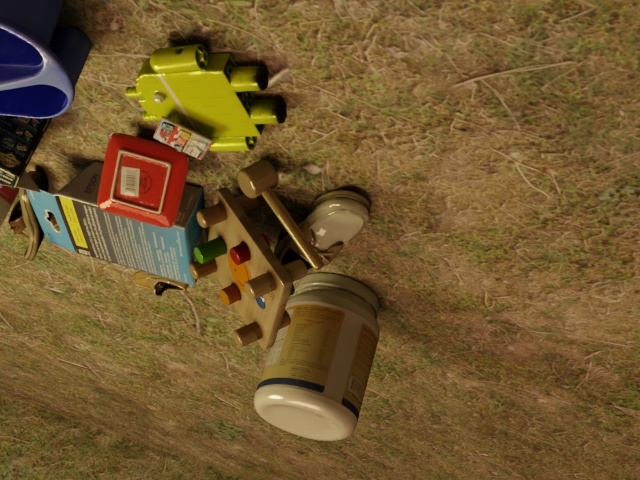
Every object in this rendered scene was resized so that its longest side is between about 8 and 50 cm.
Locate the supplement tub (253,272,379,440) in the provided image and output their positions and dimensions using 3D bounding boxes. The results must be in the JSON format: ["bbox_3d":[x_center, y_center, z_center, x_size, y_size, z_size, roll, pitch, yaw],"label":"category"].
[{"bbox_3d":[0.001,0.253,2.077,0.228,0.316,0.228,13,150,8],"label":"supplement tub"}]

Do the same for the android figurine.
[{"bbox_3d":[-0.202,-0.241,1.613,0.273,0.056,0.248,2,147,22],"label":"android figurine"}]

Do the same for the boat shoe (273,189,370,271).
[{"bbox_3d":[0.000,0.000,1.864,0.113,0.103,0.302,26,149,-16],"label":"boat shoe"}]

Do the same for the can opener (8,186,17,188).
[{"bbox_3d":[-0.650,-0.142,1.945,0.073,0.059,0.186,11,-165,-38],"label":"can opener"}]

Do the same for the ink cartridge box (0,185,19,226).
[{"bbox_3d":[-0.800,-0.027,2.056,0.207,0.283,0.117,-9,142,38],"label":"ink cartridge box"}]

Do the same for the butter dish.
[{"bbox_3d":[-0.330,-0.125,1.825,0.160,0.118,0.160,16,109,2],"label":"butter dish"}]

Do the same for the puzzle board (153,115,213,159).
[{"bbox_3d":[-0.246,-0.178,1.683,0.096,0.011,0.128,26,165,-11],"label":"puzzle board"}]

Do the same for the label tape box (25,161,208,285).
[{"bbox_3d":[-0.420,-0.047,2.002,0.348,0.115,0.249,16,151,7],"label":"label tape box"}]

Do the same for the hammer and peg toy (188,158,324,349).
[{"bbox_3d":[-0.137,0.034,1.835,0.266,0.127,0.361,54,150,23],"label":"hammer and peg toy"}]

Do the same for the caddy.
[{"bbox_3d":[-0.549,-0.311,1.548,0.342,0.179,0.241,7,150,18],"label":"caddy"}]

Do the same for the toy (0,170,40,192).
[{"bbox_3d":[-0.650,-0.147,1.835,0.137,0.056,0.237,14,-156,-43],"label":"toy"}]

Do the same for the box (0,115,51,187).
[{"bbox_3d":[-0.623,-0.222,1.741,0.220,0.175,0.051,26,147,-17],"label":"box"}]

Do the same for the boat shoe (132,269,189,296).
[{"bbox_3d":[-0.387,0.100,2.270,0.190,0.072,0.068,-8,142,38],"label":"boat shoe"}]

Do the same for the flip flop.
[{"bbox_3d":[-0.652,-0.059,2.100,0.080,0.112,0.277,13,147,-2],"label":"flip flop"}]
